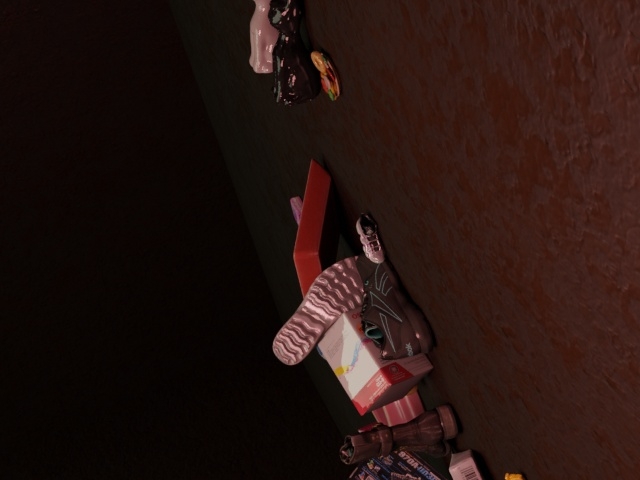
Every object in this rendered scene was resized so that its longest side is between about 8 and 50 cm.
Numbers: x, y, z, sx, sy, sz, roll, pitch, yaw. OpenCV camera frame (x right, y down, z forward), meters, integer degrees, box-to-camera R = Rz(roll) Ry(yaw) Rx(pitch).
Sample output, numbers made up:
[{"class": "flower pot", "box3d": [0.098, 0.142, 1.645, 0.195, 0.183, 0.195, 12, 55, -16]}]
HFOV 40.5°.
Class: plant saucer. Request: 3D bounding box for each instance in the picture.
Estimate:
[{"class": "plant saucer", "box3d": [0.000, 0.000, 1.876, 0.258, 0.047, 0.259, 79, -162, -54]}, {"class": "plant saucer", "box3d": [0.154, 0.351, 2.092, 0.332, 0.084, 0.332, 157, 90, -81]}]

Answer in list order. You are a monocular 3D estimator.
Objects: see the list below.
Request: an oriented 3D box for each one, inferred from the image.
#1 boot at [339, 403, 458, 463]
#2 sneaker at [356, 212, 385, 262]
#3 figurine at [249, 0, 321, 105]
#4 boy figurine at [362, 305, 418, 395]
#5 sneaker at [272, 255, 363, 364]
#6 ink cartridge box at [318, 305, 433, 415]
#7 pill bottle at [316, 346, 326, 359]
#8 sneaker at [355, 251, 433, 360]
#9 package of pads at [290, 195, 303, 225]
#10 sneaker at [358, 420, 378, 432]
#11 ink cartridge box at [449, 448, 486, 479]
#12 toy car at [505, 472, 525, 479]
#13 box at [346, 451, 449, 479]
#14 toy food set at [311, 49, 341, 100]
[{"class": "boot", "box3d": [0.149, 0.403, 1.753, 0.263, 0.228, 0.091, 89, 165, -63]}, {"class": "sneaker", "box3d": [0.095, -0.007, 1.651, 0.098, 0.038, 0.069, 63, 171, 18]}, {"class": "figurine", "box3d": [-0.077, -0.387, 1.572, 0.215, 0.092, 0.210, -122, 20, -46]}, {"class": "boy figurine", "box3d": [0.123, 0.209, 1.888, 0.177, 0.092, 0.285, 117, 131, -72]}, {"class": "sneaker", "box3d": [0.010, 0.136, 1.821, 0.105, 0.281, 0.115, 47, -173, 4]}, {"class": "ink cartridge box", "box3d": [0.107, 0.228, 1.728, 0.176, 0.128, 0.127, 56, 137, 23]}, {"class": "pill bottle", "box3d": [0.047, 0.263, 2.351, 0.221, 0.124, 0.124, 95, 150, -71]}, {"class": "sneaker", "box3d": [0.115, 0.121, 1.661, 0.267, 0.106, 0.101, -121, 10, -45]}, {"class": "package of pads", "box3d": [-0.057, -0.078, 2.375, 0.083, 0.031, 0.050, 80, 166, -57]}, {"class": "sneaker", "box3d": [0.181, 0.568, 2.428, 0.252, 0.102, 0.111, 171, 77, -81]}, {"class": "ink cartridge box", "box3d": [0.317, 0.501, 1.702, 0.189, 0.066, 0.232, 65, -168, 8]}, {"class": "toy car", "box3d": [0.330, 0.438, 1.392, 0.040, 0.060, 0.122, -22, 100, 49]}, {"class": "box", "box3d": [0.180, 0.569, 1.967, 0.220, 0.175, 0.051, 37, 161, 15]}, {"class": "toy food set", "box3d": [0.012, -0.283, 1.485, 0.083, 0.020, 0.083, -126, 16, -53]}]
